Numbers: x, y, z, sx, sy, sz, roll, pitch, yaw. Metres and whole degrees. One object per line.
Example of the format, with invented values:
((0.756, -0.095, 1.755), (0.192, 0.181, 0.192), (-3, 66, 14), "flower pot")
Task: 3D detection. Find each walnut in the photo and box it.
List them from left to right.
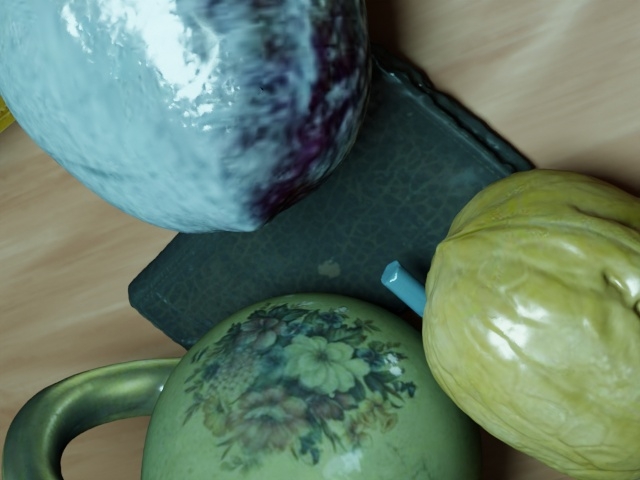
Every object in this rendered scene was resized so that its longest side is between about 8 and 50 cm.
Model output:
((0.173, 0.057, 0.984), (0.225, 0.193, 0.193), (21, 126, -12), "walnut")

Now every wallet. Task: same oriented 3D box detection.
((0.000, 0.000, 1.118), (0.170, 0.044, 0.321), (40, 124, -7), "wallet")

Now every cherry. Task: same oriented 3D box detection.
((-0.094, -0.144, 0.962), (0.255, 0.218, 0.296), (-27, 88, 23), "cherry")

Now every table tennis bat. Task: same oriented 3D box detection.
((0.100, 0.066, 1.070), (0.019, 0.100, 0.155), (-36, 118, 26), "table tennis bat")

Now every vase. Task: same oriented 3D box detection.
((-0.068, 0.179, 1.039), (0.329, 0.302, 0.241), (17, 129, 15), "vase")

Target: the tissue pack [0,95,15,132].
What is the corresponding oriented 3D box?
((-0.389, -0.143, 1.134), (0.194, 0.145, 0.274), (-30, 103, 31), "tissue pack")
